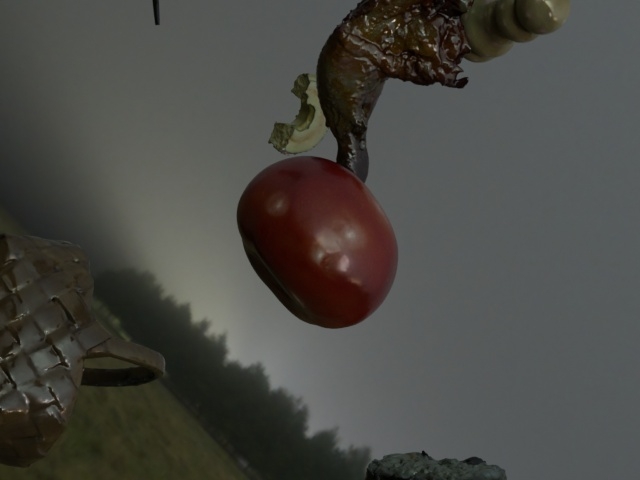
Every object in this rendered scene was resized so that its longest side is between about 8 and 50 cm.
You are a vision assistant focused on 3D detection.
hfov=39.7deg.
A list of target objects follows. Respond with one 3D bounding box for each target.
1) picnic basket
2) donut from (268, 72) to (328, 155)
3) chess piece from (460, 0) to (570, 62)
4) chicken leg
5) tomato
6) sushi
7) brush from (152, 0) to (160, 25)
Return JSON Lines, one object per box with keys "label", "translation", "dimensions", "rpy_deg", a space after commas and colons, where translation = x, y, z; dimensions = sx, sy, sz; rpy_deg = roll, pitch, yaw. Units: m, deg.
{"label": "picnic basket", "translation": [-0.389, 0.172, 1.329], "dimensions": [0.293, 0.337, 0.337], "rpy_deg": [-20, -62, 46]}
{"label": "donut", "translation": [-0.032, -0.247, 1.754], "dimensions": [0.065, 0.166, 0.108], "rpy_deg": [31, 13, 38]}
{"label": "chess piece", "translation": [0.255, -0.294, 1.159], "dimensions": [0.094, 0.094, 0.170], "rpy_deg": [49, -24, -19]}
{"label": "chicken leg", "translation": [0.087, -0.222, 1.141], "dimensions": [0.177, 0.322, 0.083], "rpy_deg": [41, 14, -17]}
{"label": "tomato", "translation": [0.000, 0.000, 0.917], "dimensions": [0.195, 0.136, 0.195], "rpy_deg": [49, -12, 14]}
{"label": "sushi", "translation": [0.171, 0.376, 1.292], "dimensions": [0.212, 0.147, 0.115], "rpy_deg": [-4, -85, 32]}
{"label": "brush", "translation": [-0.342, -0.525, 1.819], "dimensions": [0.063, 0.016, 0.194], "rpy_deg": [-96, -175, -47]}
